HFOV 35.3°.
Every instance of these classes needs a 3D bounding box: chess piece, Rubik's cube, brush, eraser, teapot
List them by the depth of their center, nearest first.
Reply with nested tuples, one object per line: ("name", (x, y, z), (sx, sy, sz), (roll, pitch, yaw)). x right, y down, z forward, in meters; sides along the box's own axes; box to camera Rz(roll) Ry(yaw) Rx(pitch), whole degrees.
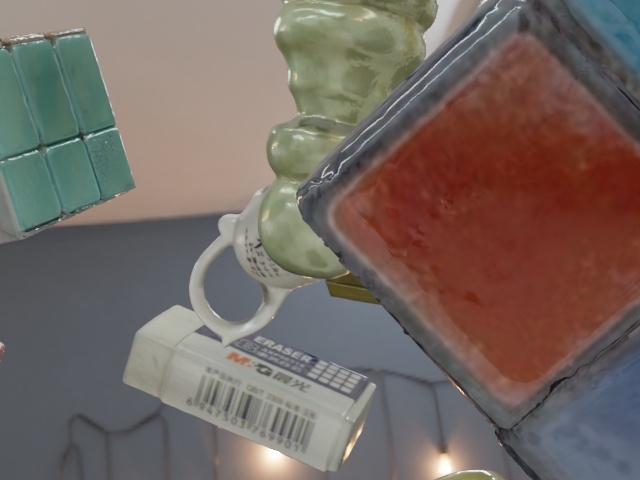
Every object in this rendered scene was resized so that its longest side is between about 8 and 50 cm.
("Rubik's cube", (0.208, -0.027, 0.586), (0.318, 0.313, 0.316), (-42, 1, 10))
("chess piece", (0.009, -0.092, 0.866), (0.144, 0.251, 0.144), (11, 1, 0))
("teapot", (0.000, 0.000, 1.052), (0.299, 0.166, 0.208), (-30, 12, 4))
("eraser", (-0.083, 0.170, 1.202), (0.278, 0.081, 0.124), (21, 19, 11))
("Rubik's cube", (-0.403, -0.122, 1.251), (0.221, 0.231, 0.224), (-10, 11, 29))
("brush", (-0.006, 0.039, 1.459), (0.233, 0.047, 0.103), (9, -27, 19))

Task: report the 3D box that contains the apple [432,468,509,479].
("apple", (0.227, 0.484, 1.554), (0.262, 0.262, 0.262), (-7, -19, -2))

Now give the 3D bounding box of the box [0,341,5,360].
("box", (-0.427, 0.109, 1.064), (0.060, 0.156, 0.111), (-46, 6, 29))
